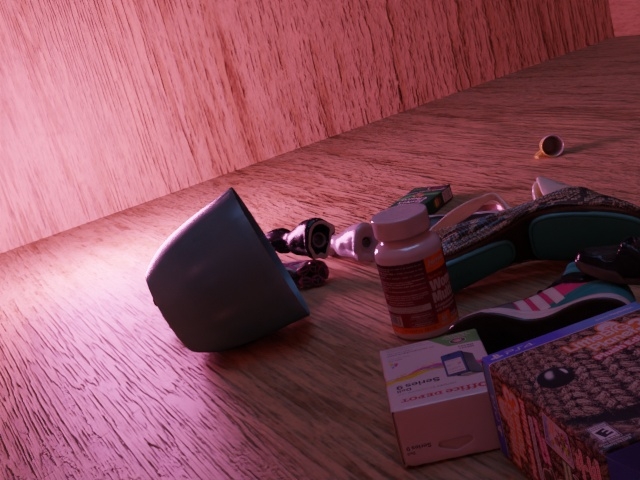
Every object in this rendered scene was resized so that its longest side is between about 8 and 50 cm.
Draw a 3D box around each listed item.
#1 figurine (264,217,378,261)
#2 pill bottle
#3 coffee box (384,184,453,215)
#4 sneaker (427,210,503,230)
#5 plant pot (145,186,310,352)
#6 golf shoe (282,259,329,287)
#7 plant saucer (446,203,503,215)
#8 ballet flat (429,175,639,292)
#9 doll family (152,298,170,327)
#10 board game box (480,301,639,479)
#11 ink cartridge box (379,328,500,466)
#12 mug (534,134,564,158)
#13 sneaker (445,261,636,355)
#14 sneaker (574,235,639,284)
[{"bbox_3d":[0.000,0.000,2.189,0.215,0.092,0.209,4,-2,-35],"label":"figurine"},{"bbox_3d":[0.164,0.054,1.674,0.121,0.221,0.121,-14,16,4],"label":"pill bottle"},{"bbox_3d":[0.253,-0.094,2.435,0.113,0.040,0.184,-4,19,35],"label":"coffee box"},{"bbox_3d":[0.273,0.002,1.962,0.296,0.104,0.147,-11,11,1],"label":"sneaker"},{"bbox_3d":[-0.194,0.081,1.844,0.235,0.293,0.293,-32,16,0],"label":"plant pot"},{"bbox_3d":[-0.074,0.081,2.107,0.186,0.067,0.086,-6,7,-4],"label":"golf shoe"},{"bbox_3d":[0.354,-0.043,2.188,0.168,0.029,0.168,-14,15,4],"label":"plant saucer"},{"bbox_3d":[0.373,-0.028,1.819,0.483,0.164,0.182,-16,49,6],"label":"ballet flat"},{"bbox_3d":[-0.283,0.147,2.044,0.193,0.076,0.111,-10,-3,36],"label":"doll family"},{"bbox_3d":[0.362,0.208,1.107,0.232,0.141,0.291,-18,16,-11],"label":"board game box"},{"bbox_3d":[0.173,0.218,1.343,0.154,0.093,0.212,-14,17,4],"label":"ink cartridge box"},{"bbox_3d":[0.630,-0.263,2.633,0.078,0.062,0.064,-9,8,0],"label":"mug"},{"bbox_3d":[0.354,0.114,1.478,0.296,0.123,0.178,-12,10,30],"label":"sneaker"},{"bbox_3d":[0.482,0.000,1.371,0.228,0.130,0.087,3,18,36],"label":"sneaker"}]
